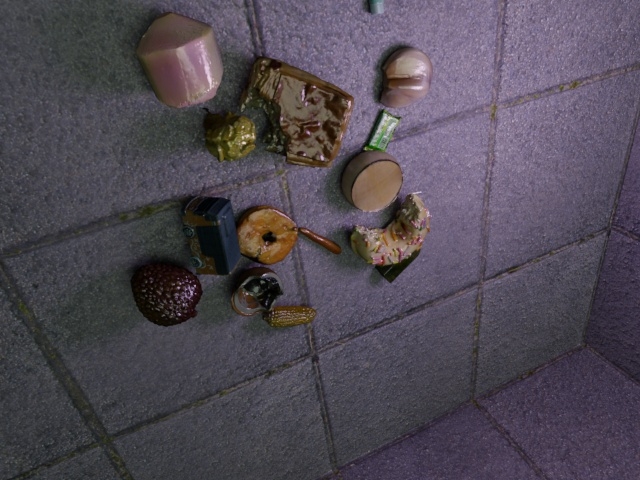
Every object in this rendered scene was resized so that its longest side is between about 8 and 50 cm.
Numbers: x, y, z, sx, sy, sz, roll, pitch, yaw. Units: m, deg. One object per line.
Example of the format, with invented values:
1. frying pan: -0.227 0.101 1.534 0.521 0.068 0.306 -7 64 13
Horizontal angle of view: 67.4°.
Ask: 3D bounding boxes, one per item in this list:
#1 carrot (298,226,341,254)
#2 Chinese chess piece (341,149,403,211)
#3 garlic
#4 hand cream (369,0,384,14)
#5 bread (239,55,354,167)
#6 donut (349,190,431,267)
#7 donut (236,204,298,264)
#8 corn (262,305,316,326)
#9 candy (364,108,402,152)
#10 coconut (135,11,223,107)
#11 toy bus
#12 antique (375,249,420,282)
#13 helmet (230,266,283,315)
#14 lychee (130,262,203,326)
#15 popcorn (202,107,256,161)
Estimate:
1. carrot: 0.000 0.000 2.040 0.248 0.043 0.043 30 101 -35
2. Chinese chess piece: 0.212 -0.241 1.960 0.258 0.104 0.257 -14 128 -18
3. garlic: 0.344 -0.619 1.826 0.228 0.110 0.217 -14 119 -20
4. hand cream: 0.187 -0.869 1.643 0.076 0.047 0.174 -16 115 -18
5. bread: -0.096 -0.438 1.653 0.371 0.191 0.313 13 116 -20
6. donut: 0.316 -0.022 2.100 0.371 0.150 0.307 -30 141 -6
7. donut: -0.213 -0.023 1.869 0.254 0.118 0.253 -15 125 -22
8. corn: -0.138 0.334 2.127 0.262 0.097 0.096 1 116 -33
9. candy: 0.249 -0.432 1.929 0.102 0.032 0.178 13 112 -29
10. coconut: -0.411 -0.540 1.412 0.233 0.233 0.245 -22 126 -15
11. toy bus: -0.389 -0.016 1.727 0.167 0.138 0.274 3 121 14
12. antique: 0.371 0.089 2.263 0.221 0.080 0.081 -44 129 0
13. helmet: -0.264 0.193 1.957 0.224 0.130 0.198 -40 124 11
14. lychee: -0.556 0.194 1.741 0.271 0.236 0.235 36 97 -23
15. popcorn: -0.304 -0.353 1.581 0.168 0.195 0.174 -46 128 9
